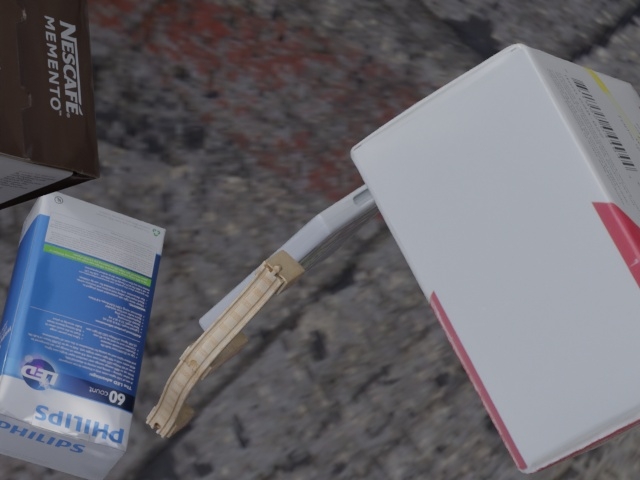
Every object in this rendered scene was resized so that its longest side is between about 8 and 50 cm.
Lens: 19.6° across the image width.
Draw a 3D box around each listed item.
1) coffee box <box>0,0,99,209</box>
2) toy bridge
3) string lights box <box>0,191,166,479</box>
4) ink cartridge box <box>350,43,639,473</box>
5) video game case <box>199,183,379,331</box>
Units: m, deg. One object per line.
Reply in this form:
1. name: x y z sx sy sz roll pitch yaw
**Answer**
1. coffee box: -0.321 -0.099 1.434 0.297 0.119 0.168 -15 73 35
2. toy bridge: -0.078 0.081 1.364 0.026 0.063 0.188 43 123 8
3. string lights box: -0.240 0.089 1.787 0.133 0.259 0.077 20 143 -17
4. ink cartridge box: 0.213 0.015 1.476 0.160 0.385 0.279 -32 78 19
5. video game case: 0.000 0.000 1.585 0.022 0.173 0.190 53 133 4
